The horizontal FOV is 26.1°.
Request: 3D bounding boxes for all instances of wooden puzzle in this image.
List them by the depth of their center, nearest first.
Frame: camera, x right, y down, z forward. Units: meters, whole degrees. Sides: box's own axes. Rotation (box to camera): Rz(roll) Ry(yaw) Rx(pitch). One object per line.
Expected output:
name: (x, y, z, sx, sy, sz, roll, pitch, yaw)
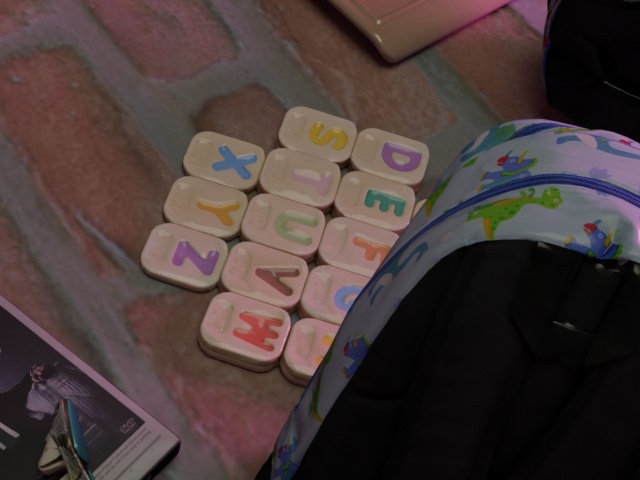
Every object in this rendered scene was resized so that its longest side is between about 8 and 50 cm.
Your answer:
wooden puzzle: (0.068, -0.299, 1.420, 0.221, 0.044, 0.238, -31, 70, -31)

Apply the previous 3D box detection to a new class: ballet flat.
ballet flat: (-0.178, 0.164, 0.977, 0.041, 0.041, 0.114, -14, 58, -22)

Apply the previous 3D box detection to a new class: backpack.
backpack: (0.133, 0.093, 0.934, 0.290, 0.355, 0.273, 22, 51, 6)
backpack: (0.338, -0.207, 1.278, 0.263, 0.276, 0.213, 4, 47, -1)

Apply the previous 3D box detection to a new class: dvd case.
dvd case: (-0.251, 0.138, 1.022, 0.239, 0.029, 0.179, 36, 54, 14)

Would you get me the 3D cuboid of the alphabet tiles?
alphabet tiles: (0.000, 0.000, 1.187, 0.278, 0.021, 0.284, 18, 51, 1)
